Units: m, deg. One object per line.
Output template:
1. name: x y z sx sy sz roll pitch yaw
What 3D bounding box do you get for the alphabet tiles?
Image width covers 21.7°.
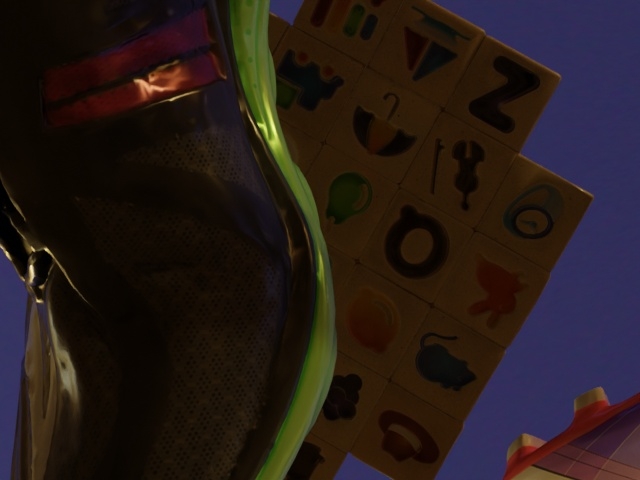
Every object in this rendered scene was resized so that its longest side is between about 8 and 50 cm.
1. alphabet tiles: 0.000 0.000 1.098 0.285 0.011 0.342 30 -82 5

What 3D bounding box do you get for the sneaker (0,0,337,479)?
1. sneaker: -0.113 -0.072 0.731 0.185 0.202 0.483 -15 -106 47

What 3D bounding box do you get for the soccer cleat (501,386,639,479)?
1. soccer cleat: 0.117 0.082 0.485 0.248 0.083 0.095 126 -36 -50
